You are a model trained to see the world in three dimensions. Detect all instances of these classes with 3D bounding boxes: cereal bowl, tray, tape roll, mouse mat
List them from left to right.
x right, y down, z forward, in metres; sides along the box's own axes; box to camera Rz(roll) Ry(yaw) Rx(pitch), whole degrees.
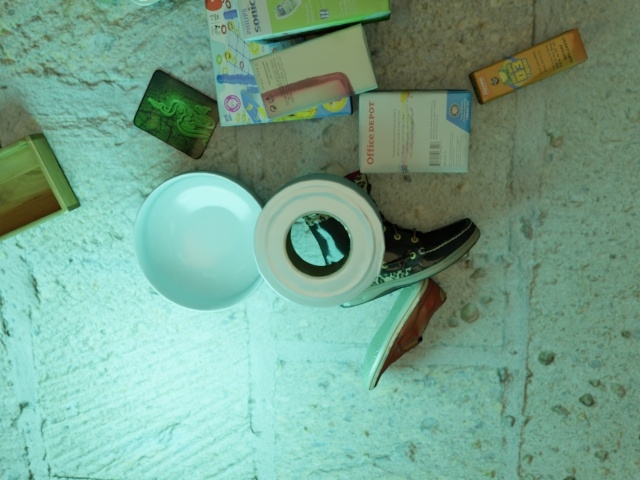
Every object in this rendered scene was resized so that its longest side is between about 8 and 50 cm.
[{"bbox_3d":[-0.837,-0.095,1.548,0.410,0.076,0.203,-21,102,12],"label":"tray"},{"bbox_3d":[-0.344,-0.302,1.475,0.189,0.007,0.153,28,106,-3],"label":"mouse mat"},{"bbox_3d":[-0.266,-0.008,1.474,0.338,0.141,0.339,2,105,6],"label":"cereal bowl"},{"bbox_3d":[0.000,0.000,1.331,0.286,0.100,0.287,1,103,4],"label":"tape roll"}]

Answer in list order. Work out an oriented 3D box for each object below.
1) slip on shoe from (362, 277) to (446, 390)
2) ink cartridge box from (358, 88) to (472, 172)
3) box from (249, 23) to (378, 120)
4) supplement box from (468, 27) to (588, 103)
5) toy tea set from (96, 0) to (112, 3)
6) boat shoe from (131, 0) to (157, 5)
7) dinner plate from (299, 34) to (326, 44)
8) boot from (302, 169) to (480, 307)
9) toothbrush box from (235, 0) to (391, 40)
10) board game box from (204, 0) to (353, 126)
[{"bbox_3d":[0.199,0.237,1.506,0.101,0.123,0.331,28,102,-8],"label":"slip on shoe"},{"bbox_3d":[0.202,-0.245,1.347,0.232,0.168,0.171,1,106,5],"label":"ink cartridge box"},{"bbox_3d":[-0.008,-0.341,1.248,0.232,0.149,0.127,-15,104,9],"label":"box"},{"bbox_3d":[0.448,-0.376,1.335,0.233,0.080,0.078,-22,99,13],"label":"supplement box"},{"bbox_3d":[-0.578,-0.680,1.366,0.335,0.124,0.200,19,135,-3],"label":"toy tea set"},{"bbox_3d":[-0.281,-0.615,1.330,0.319,0.099,0.116,-26,124,0],"label":"boat shoe"},{"bbox_3d":[0.002,-0.371,1.325,0.141,0.017,0.141,1,106,4],"label":"dinner plate"},{"bbox_3d":[0.150,-0.034,1.431,0.377,0.138,0.284,-26,101,17],"label":"boot"},{"bbox_3d":[-0.009,-0.473,1.201,0.283,0.206,0.122,-8,105,7],"label":"toothbrush box"},{"bbox_3d":[-0.088,-0.423,1.374,0.301,0.086,0.309,-4,104,7],"label":"board game box"}]
